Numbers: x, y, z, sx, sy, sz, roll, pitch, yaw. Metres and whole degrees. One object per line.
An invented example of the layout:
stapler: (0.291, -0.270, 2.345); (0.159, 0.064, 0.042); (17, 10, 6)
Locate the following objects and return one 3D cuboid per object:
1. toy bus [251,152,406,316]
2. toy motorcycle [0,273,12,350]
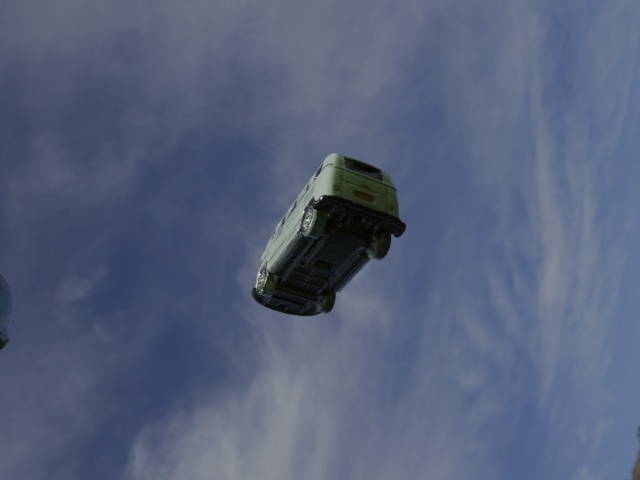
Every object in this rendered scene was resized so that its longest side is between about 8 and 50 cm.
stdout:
toy bus: (0.000, 0.000, 0.658); (0.087, 0.194, 0.089); (18, -129, -18)
toy motorcycle: (-0.464, 0.132, 0.718); (0.172, 0.416, 0.232); (53, -132, -10)
